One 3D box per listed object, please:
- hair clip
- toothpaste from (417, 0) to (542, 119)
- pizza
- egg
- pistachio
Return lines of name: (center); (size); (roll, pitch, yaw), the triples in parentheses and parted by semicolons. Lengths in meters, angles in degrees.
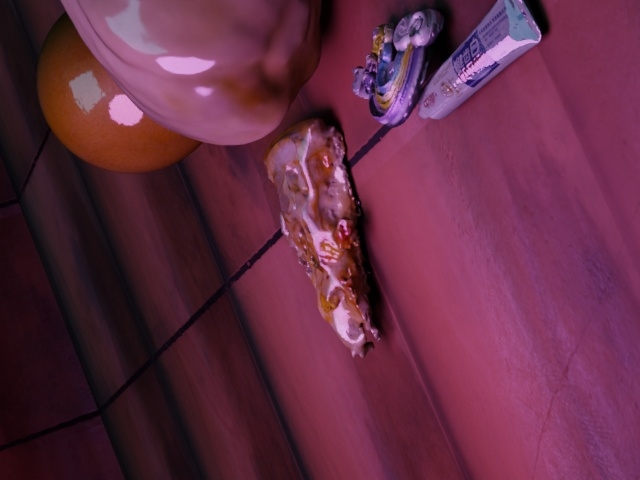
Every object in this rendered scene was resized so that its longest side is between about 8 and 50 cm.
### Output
hair clip: (0.081, -0.174, 1.546); (0.172, 0.049, 0.116); (172, 101, -71)
toothpaste: (0.147, -0.170, 1.440); (0.060, 0.038, 0.233); (63, 152, 9)
pizza: (0.001, 0.000, 1.827); (0.189, 0.071, 0.297); (-4, 104, 64)
egg: (-0.257, -0.215, 2.002); (0.322, 0.250, 0.250); (-167, 61, -73)
pistachio: (-0.153, -0.321, 1.673); (0.365, 0.281, 0.445); (-24, 92, 39)
